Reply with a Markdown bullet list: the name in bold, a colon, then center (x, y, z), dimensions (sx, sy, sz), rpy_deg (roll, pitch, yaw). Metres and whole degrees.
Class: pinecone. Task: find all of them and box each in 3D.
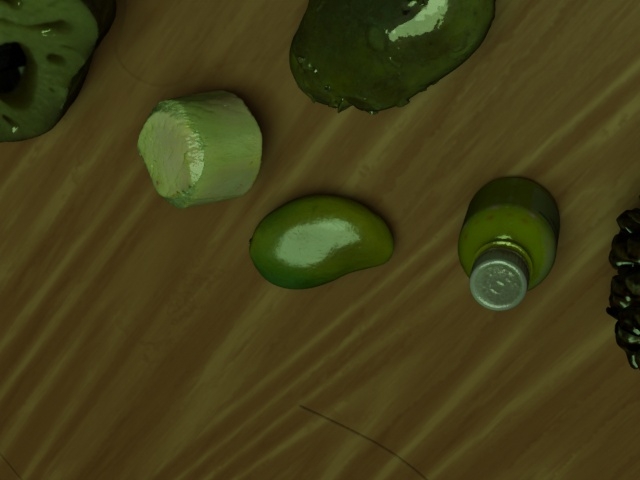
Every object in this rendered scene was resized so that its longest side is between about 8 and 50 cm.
- **pinecone**: center (0.449, 0.053, 1.460), dimensions (0.224, 0.224, 0.272), rpy_deg (9, 119, 10)

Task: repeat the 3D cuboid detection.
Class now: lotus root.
- **lotus root**: center (-0.435, -0.289, 1.523), dimensions (0.375, 0.111, 0.390), rpy_deg (6, 136, 20)

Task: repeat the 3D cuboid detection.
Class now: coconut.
- **coconut**: center (-0.144, -0.119, 1.574), dimensions (0.147, 0.153, 0.147), rpy_deg (16, 113, 42)

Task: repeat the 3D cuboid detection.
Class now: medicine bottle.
- **medicine bottle**: center (0.228, 0.012, 1.498), dimensions (0.122, 0.212, 0.122), rpy_deg (5, 115, 12)

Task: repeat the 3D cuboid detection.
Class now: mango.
- **mango**: center (-0.003, -0.003, 1.629), dimensions (0.191, 0.085, 0.122), rpy_deg (-20, 97, 11)

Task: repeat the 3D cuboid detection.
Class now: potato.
- **potato**: center (0.078, -0.260, 1.451), dimensions (0.296, 0.141, 0.191), rpy_deg (-35, 78, 35)
